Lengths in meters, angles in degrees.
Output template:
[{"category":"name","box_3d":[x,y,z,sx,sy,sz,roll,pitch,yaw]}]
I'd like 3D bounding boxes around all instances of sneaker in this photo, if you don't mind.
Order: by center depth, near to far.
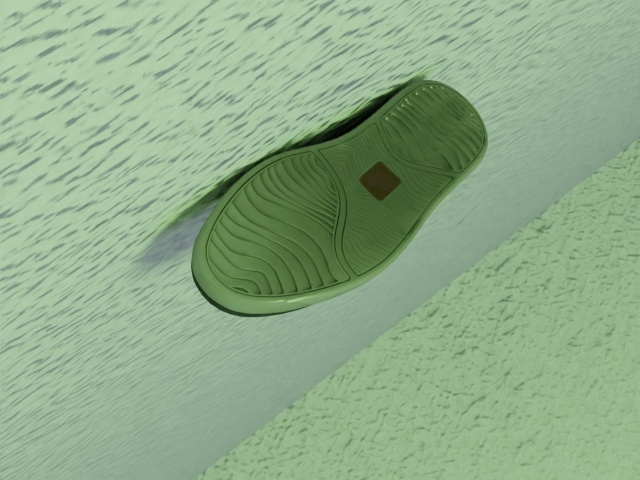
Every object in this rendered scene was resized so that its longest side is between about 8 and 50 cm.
[{"category":"sneaker","box_3d":[0.000,0.000,0.770,0.222,0.083,0.118,-33,169,-41]}]
